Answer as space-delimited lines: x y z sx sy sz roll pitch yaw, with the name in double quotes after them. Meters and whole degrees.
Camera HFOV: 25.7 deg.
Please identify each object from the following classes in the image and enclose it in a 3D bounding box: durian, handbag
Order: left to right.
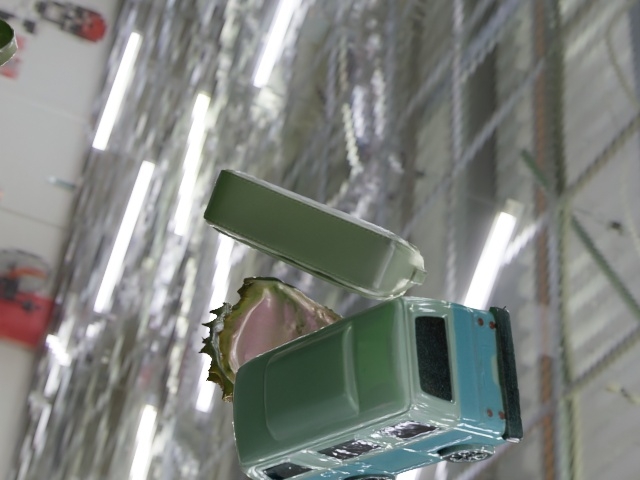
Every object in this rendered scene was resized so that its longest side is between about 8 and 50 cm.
-0.045 0.172 1.736 0.185 0.305 0.196 -55 162 24 "durian"
0.000 0.000 1.619 0.079 0.256 0.219 -67 163 1 "handbag"

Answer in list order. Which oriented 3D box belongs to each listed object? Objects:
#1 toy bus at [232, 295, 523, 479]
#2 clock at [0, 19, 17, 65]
0.033 0.145 1.280 0.271 0.165 0.133 -27 -122 42 "toy bus"
-0.512 -0.248 1.811 0.235 0.235 0.029 -103 -172 -62 "clock"
